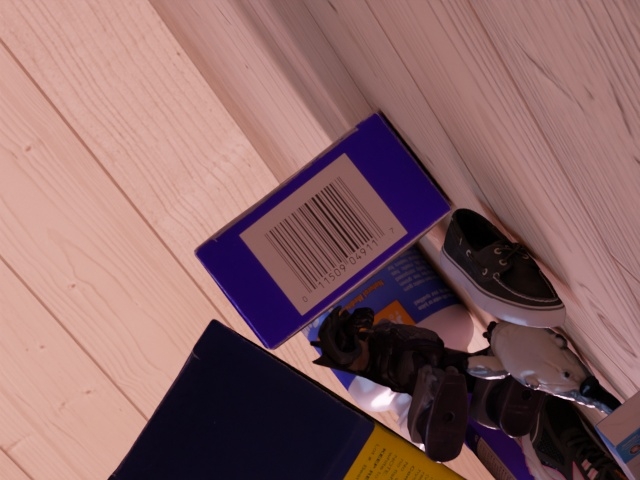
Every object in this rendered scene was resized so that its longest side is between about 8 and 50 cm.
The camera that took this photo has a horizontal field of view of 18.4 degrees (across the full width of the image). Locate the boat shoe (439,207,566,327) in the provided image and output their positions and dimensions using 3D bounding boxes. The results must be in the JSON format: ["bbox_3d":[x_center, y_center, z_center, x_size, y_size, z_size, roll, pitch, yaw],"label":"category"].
[{"bbox_3d":[0.120,0.018,1.327,0.142,0.049,0.040,-140,50,-58],"label":"boat shoe"}]

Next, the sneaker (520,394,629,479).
[{"bbox_3d":[0.244,0.212,1.729,0.077,0.072,0.178,-38,76,50],"label":"sneaker"}]

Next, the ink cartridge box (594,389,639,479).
[{"bbox_3d":[0.210,0.132,1.217,0.083,0.048,0.028,54,177,-34],"label":"ink cartridge box"}]

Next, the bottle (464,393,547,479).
[{"bbox_3d":[0.236,0.242,1.840,0.283,0.092,0.118,51,178,32],"label":"bottle"}]

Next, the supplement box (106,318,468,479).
[{"bbox_3d":[0.001,0.246,1.799,0.195,0.194,0.356,31,176,36],"label":"supplement box"}]

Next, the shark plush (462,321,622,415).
[{"bbox_3d":[0.183,0.090,1.471,0.067,0.073,0.161,29,173,-41],"label":"shark plush"}]

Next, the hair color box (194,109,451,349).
[{"bbox_3d":[0.000,0.000,1.680,0.110,0.185,0.339,52,177,4],"label":"hair color box"}]

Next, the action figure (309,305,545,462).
[{"bbox_3d":[0.100,0.110,1.746,0.285,0.185,0.099,-150,61,-69],"label":"action figure"}]

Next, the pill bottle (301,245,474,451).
[{"bbox_3d":[0.064,0.082,2.063,0.272,0.152,0.152,51,178,16],"label":"pill bottle"}]
